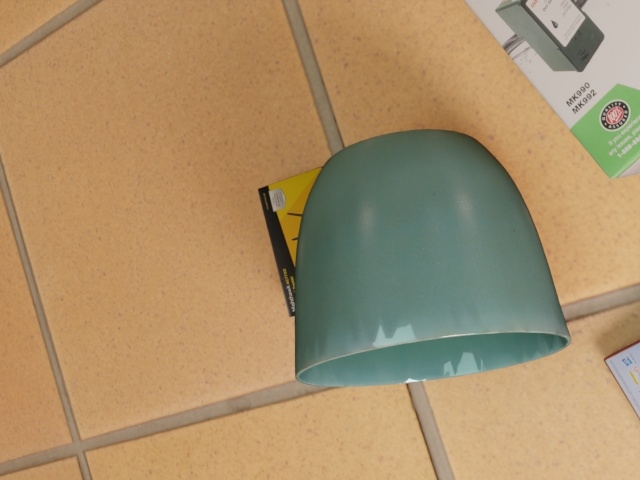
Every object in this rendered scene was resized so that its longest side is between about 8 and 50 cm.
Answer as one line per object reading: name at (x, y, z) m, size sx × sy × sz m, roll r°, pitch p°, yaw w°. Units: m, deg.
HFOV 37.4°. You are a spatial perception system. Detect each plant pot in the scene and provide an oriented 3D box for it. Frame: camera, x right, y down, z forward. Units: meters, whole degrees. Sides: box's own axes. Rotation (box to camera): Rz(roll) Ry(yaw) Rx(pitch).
plant pot at (0.104, 0.019, 1.034) m, size 0.293 × 0.293 × 0.235 m, roll -19°, pitch 69°, yaw 35°

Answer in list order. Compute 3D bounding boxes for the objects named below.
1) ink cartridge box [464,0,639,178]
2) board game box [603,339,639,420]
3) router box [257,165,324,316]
ink cartridge box at (0.295, -0.238, 0.947) m, size 0.211 × 0.121 × 0.289 m, roll -48°, pitch 68°, yaw 35°
board game box at (0.421, 0.215, 0.964) m, size 0.145 × 0.027 × 0.281 m, roll -42°, pitch 72°, yaw 46°
router box at (0.000, 0.000, 1.236) m, size 0.133 × 0.046 × 0.179 m, roll -17°, pitch 86°, yaw 35°
